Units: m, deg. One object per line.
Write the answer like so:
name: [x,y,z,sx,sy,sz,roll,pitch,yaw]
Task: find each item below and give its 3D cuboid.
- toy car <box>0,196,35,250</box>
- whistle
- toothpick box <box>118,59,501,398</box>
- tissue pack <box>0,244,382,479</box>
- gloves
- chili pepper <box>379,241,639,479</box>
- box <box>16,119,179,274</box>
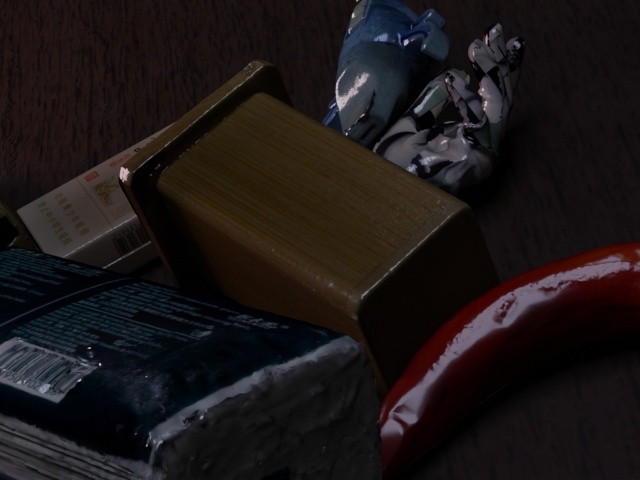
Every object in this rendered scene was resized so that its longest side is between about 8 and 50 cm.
toy car: [-0.390,-0.039,2.080,0.101,0.124,0.257,-30,39,-12]
whistle: [0.063,-0.175,2.020,0.180,0.093,0.269,-41,20,30]
toothpick box: [0.000,0.000,1.788,0.190,0.187,0.308,-40,45,-19]
tissue pack: [-0.190,0.171,1.581,0.416,0.253,0.264,14,26,37]
gloves: [0.134,-0.110,1.912,0.212,0.111,0.127,-41,0,-10]
chili pepper: [0.189,0.091,1.676,0.368,0.092,0.137,-28,56,4]
box: [-0.198,-0.032,2.021,0.201,0.058,0.141,-31,34,-10]
